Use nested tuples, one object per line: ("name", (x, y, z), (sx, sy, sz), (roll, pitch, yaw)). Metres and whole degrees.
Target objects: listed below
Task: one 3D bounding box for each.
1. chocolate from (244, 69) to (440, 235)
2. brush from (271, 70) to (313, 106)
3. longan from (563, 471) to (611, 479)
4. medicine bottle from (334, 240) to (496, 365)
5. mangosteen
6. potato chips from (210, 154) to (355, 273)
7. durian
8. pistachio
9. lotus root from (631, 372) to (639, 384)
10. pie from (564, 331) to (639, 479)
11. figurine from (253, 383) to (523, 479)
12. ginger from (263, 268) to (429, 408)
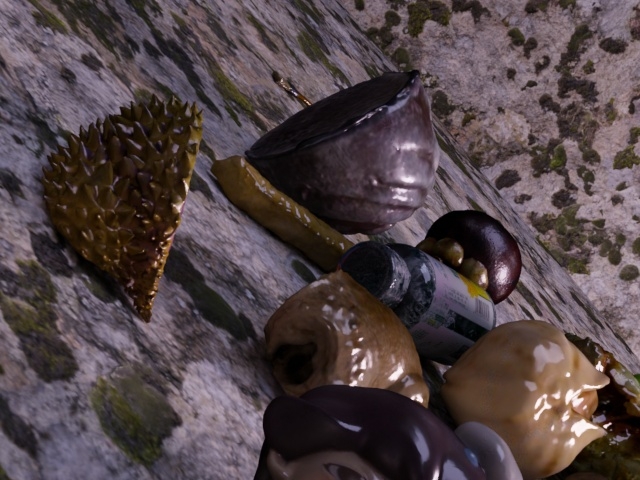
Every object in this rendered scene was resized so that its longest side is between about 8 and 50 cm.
("chocolate", (0.057, -0.113, 1.824), (0.213, 0.303, 0.303), (62, 12, -16))
("brush", (-0.039, -0.296, 2.415), (0.170, 0.014, 0.043), (37, 17, -39))
("longan", (0.415, 0.410, 1.798), (0.113, 0.092, 0.113), (8, 65, -18))
("medicine bottle", (0.139, 0.090, 1.727), (0.293, 0.141, 0.141), (27, 26, -51))
("mangosteen", (0.262, 0.043, 2.133), (0.194, 0.194, 0.230), (51, 40, 10))
("potato chips", (0.000, 0.000, 1.725), (0.407, 0.057, 0.080), (35, 23, -38))
("durian", (-0.193, -0.076, 1.236), (0.154, 0.186, 0.260), (46, 1, -30))
("pistachio", (0.297, 0.228, 1.686), (0.238, 0.229, 0.321), (11, -2, 21))
("lotus root", (0.570, 0.350, 2.255), (0.186, 0.186, 0.186), (43, 16, -16))
("pie", (0.495, 0.354, 1.971), (0.418, 0.180, 0.395), (53, -2, 3))
("figurine", (0.010, 0.235, 0.920), (0.218, 0.206, 0.365), (36, 15, 11))
("ginger", (0.039, 0.144, 1.365), (0.221, 0.130, 0.276), (57, 21, -1))
